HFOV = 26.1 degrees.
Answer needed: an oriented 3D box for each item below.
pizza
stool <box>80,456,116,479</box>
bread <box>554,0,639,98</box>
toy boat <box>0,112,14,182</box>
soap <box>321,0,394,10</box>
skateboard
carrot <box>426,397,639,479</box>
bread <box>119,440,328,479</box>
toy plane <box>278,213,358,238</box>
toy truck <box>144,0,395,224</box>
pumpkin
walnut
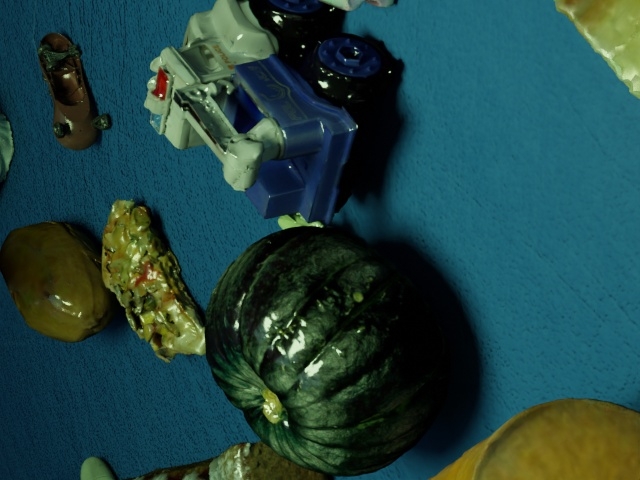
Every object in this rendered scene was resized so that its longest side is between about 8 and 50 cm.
[{"bbox_3d":[-0.202,0.066,1.592,0.226,0.069,0.147,63,145,21],"label":"pizza"},{"bbox_3d":[-0.334,0.424,1.836,0.199,0.195,0.195,48,140,44],"label":"stool"},{"bbox_3d":[0.240,-0.165,0.822,0.178,0.135,0.240,-45,58,17],"label":"bread"},{"bbox_3d":[-0.519,-0.130,1.992,0.290,0.100,0.199,-24,82,60],"label":"toy boat"},{"bbox_3d":[0.002,-0.255,1.143,0.149,0.056,0.100,33,126,48],"label":"soap"},{"bbox_3d":[-0.309,-0.180,1.683,0.080,0.067,0.151,121,133,-62],"label":"skateboard"},{"bbox_3d":[0.149,0.237,1.011,0.196,0.196,0.254,68,157,13],"label":"carrot"},{"bbox_3d":[-0.117,0.316,1.513,0.416,0.113,0.165,-30,75,59],"label":"bread"},{"bbox_3d":[0.000,0.000,1.249,0.111,0.040,0.102,33,169,29],"label":"toy plane"},{"bbox_3d":[-0.054,-0.115,1.173,0.213,0.177,0.161,51,142,34],"label":"toy truck"},{"bbox_3d":[0.005,0.091,1.155,0.220,0.162,0.220,30,145,24],"label":"pumpkin"},{"bbox_3d":[-0.332,0.050,1.738,0.245,0.137,0.137,33,129,49],"label":"walnut"}]
